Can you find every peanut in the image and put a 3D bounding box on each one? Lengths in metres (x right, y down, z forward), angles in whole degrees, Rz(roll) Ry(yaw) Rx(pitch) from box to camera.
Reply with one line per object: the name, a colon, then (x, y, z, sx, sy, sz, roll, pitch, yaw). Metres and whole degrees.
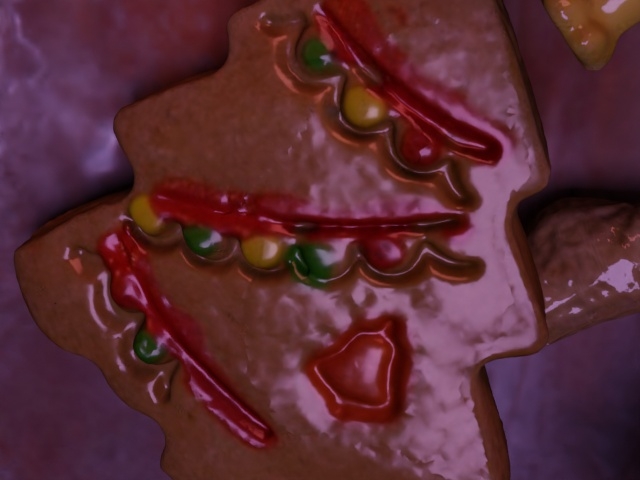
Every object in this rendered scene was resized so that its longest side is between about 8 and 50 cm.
peanut: (0.089, 0.014, 0.434, 0.113, 0.054, 0.054, -18, 117, 12)

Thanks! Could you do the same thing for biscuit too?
biscuit: (0.000, 0.000, 0.404, 0.212, 0.041, 0.239, 28, 111, 7)

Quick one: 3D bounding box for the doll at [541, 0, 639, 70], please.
doll: (0.182, -0.156, 0.302, 0.293, 0.119, 0.138, -31, 78, 17)
